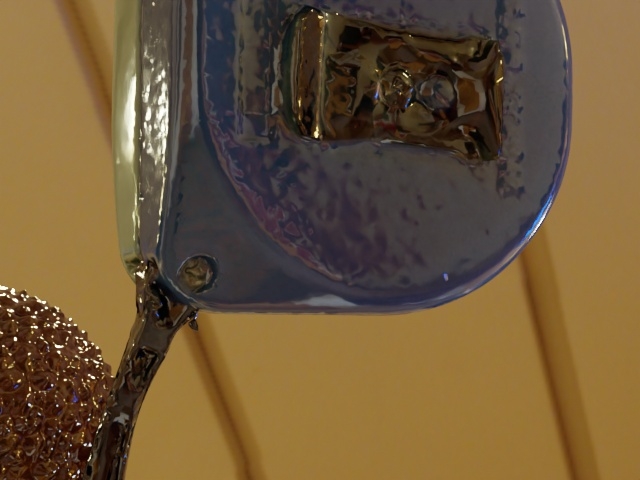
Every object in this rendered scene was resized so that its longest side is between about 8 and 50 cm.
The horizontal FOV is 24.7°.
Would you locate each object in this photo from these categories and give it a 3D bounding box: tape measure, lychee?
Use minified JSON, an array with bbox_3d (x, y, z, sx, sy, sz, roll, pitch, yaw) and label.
[{"bbox_3d":[0.000,0.000,0.628,0.215,0.098,0.351,3,-91,-27],"label":"tape measure"},{"bbox_3d":[-0.212,0.119,0.896,0.195,0.194,0.194,4,-57,7],"label":"lychee"}]
